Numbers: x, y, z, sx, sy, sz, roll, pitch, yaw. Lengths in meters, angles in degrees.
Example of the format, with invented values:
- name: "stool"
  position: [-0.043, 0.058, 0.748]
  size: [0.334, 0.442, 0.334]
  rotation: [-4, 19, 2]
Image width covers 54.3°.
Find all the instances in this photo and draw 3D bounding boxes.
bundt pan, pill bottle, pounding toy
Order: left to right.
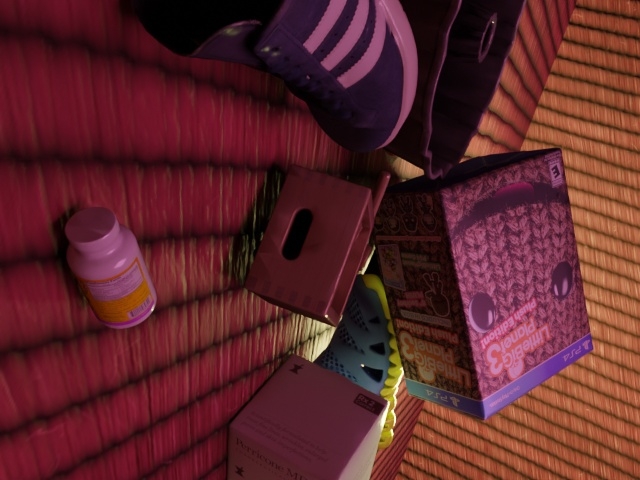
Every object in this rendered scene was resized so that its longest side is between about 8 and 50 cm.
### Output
- name: "pill bottle"
  position: [-0.136, 0.018, 0.402]
  size: [0.043, 0.043, 0.083]
  rotation: [-53, 155, -35]
- name: "pounding toy"
  position: [0.004, -0.007, 0.676]
  size: [0.206, 0.094, 0.181]
  rotation: [64, 46, -76]
- name: "bundt pan"
  position: [0.129, -0.239, 0.694]
  size: [0.331, 0.124, 0.330]
  rotation: [-51, 153, -38]

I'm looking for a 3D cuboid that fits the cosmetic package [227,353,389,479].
- name: "cosmetic package"
  position: [-0.020, 0.282, 0.817]
  size: [0.151, 0.151, 0.183]
  rotation: [-44, 148, -47]

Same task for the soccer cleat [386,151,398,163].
- name: "soccer cleat"
  position: [0.120, -0.146, 0.911]
  size: [0.083, 0.029, 0.035]
  rotation: [-54, 165, -26]

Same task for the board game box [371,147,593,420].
- name: "board game box"
  position: [0.217, 0.046, 0.835]
  size: [0.232, 0.141, 0.290]
  rotation: [-21, 103, -31]

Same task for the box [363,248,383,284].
- name: "box"
  position: [0.225, 0.044, 1.016]
  size: [0.184, 0.261, 0.103]
  rotation: [-65, -170, -5]

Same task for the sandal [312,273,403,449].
- name: "sandal"
  position: [0.046, 0.195, 0.938]
  size: [0.126, 0.138, 0.317]
  rotation: [-108, -163, -62]

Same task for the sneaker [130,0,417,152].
- name: "sneaker"
  position: [-0.032, -0.144, 0.404]
  size: [0.148, 0.131, 0.350]
  rotation: [-54, 151, -15]
